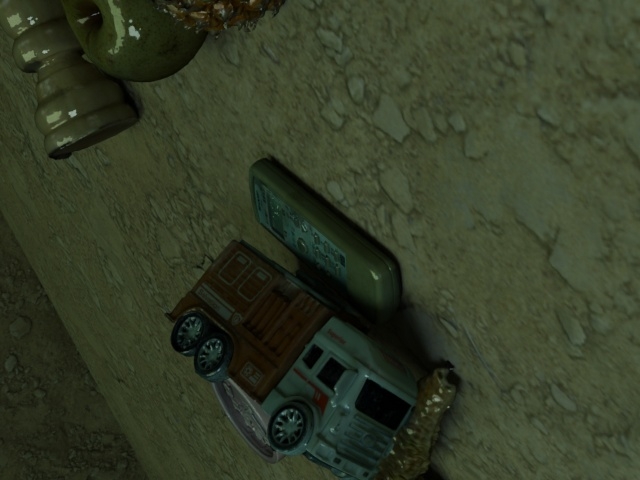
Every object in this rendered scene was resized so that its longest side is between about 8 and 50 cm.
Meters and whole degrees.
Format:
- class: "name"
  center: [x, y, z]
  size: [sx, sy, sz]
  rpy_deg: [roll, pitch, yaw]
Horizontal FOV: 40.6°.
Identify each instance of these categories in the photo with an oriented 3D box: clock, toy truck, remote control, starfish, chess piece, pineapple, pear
- class: "clock"
  center: [-0.109, 0.282, 1.482]
  size: [0.197, 0.068, 0.197]
  rpy_deg: [43, 153, 29]
- class: "toy truck"
  center: [-0.028, 0.125, 0.970]
  size: [0.305, 0.162, 0.136]
  rpy_deg: [34, 177, 44]
- class: "remote control"
  center: [0.000, 0.000, 0.973]
  size: [0.233, 0.038, 0.098]
  rpy_deg: [41, 151, 33]
- class: "starfish"
  center: [0.092, 0.249, 1.060]
  size: [0.432, 0.082, 0.324]
  rpy_deg: [65, 158, -11]
- class: "chess piece"
  center: [-0.388, -0.263, 1.273]
  size: [0.260, 0.143, 0.143]
  rpy_deg: [65, 155, -6]
- class: "pineapple"
  center: [-0.124, -0.255, 0.773]
  size: [0.161, 0.137, 0.176]
  rpy_deg: [27, 141, 48]
- class: "pear"
  center: [-0.194, -0.252, 0.914]
  size: [0.167, 0.137, 0.167]
  rpy_deg: [40, 148, 32]
